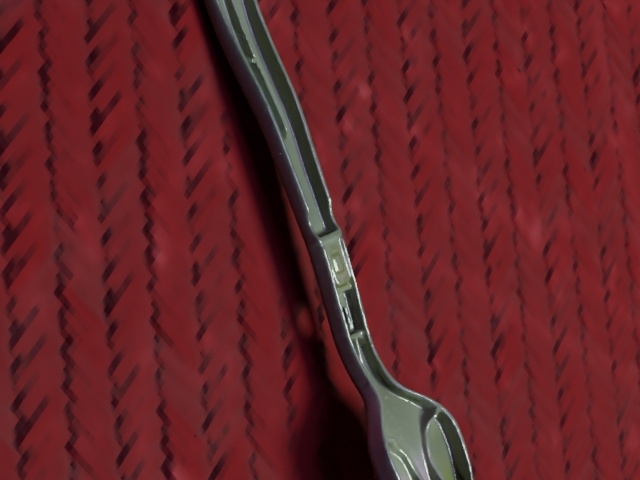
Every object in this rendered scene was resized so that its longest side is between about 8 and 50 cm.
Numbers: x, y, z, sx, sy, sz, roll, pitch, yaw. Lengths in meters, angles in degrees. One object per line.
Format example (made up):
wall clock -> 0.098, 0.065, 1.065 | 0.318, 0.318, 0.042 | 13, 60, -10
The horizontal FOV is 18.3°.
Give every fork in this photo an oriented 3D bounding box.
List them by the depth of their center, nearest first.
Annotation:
fork -> 0.005, -0.001, 0.517 | 0.034, 0.028, 0.219 | -20, 97, -44
